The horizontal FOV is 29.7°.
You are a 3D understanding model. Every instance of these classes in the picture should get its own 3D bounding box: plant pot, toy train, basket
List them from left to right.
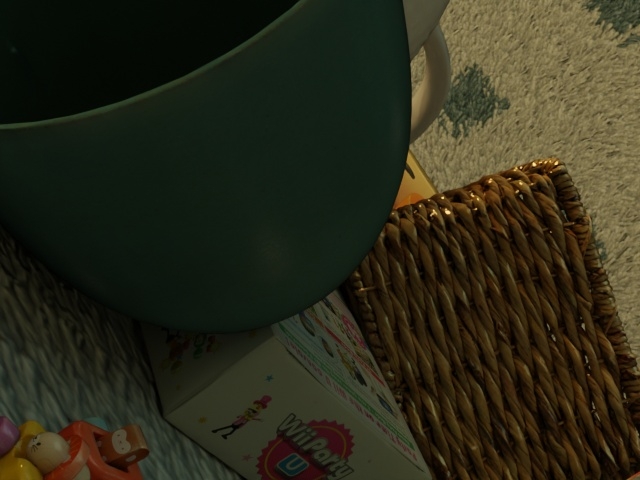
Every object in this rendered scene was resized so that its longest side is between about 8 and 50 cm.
[{"bbox_3d":[-0.095,0.132,0.552,0.125,0.046,0.166,45,13,-49],"label":"toy train"},{"bbox_3d":[-0.078,-0.084,0.724,0.293,0.293,0.235,-115,-178,-46],"label":"plant pot"},{"bbox_3d":[0.144,0.103,1.111,0.213,0.223,0.299,133,-62,-81],"label":"basket"}]

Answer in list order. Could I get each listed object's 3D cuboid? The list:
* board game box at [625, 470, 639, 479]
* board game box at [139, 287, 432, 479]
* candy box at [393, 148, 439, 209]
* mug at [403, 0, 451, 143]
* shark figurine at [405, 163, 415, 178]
[{"bbox_3d":[0.205,0.276,0.886,0.144,0.275,0.142,59,9,18],"label":"board game box"},{"bbox_3d":[-0.052,0.049,0.927,0.224,0.097,0.303,47,11,-42],"label":"board game box"},{"bbox_3d":[0.092,0.024,1.494,0.316,0.183,0.087,58,10,13],"label":"candy box"},{"bbox_3d":[-0.018,-0.202,1.193,0.374,0.328,0.276,44,14,-41],"label":"mug"},{"bbox_3d":[-0.004,-0.029,1.348,0.166,0.116,0.278,44,51,-40],"label":"shark figurine"}]
